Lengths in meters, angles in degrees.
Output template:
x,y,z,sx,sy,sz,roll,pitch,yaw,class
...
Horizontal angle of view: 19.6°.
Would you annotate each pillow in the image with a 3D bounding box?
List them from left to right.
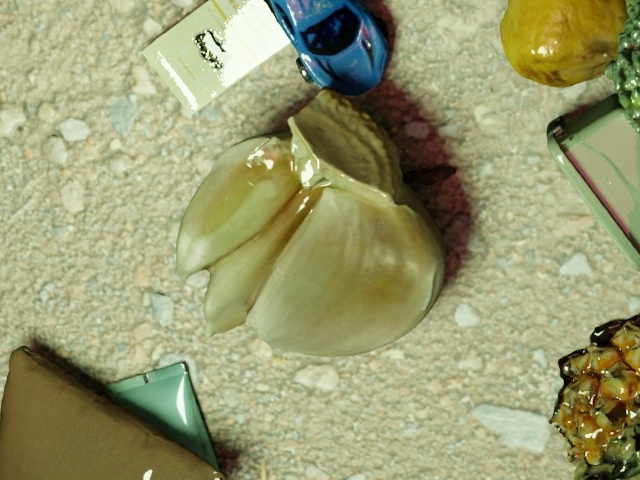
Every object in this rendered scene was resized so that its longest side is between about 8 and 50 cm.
x,y,z,sx,sy,sz,roll,pitch,yaw,class
-0.273,0.318,2.186,0.305,0.108,0.308,30,123,18,pillow

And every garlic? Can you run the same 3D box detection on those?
x,y,z,sx,sy,sz,roll,pitch,yaw,class
-0.001,0.001,1.976,0.279,0.132,0.325,31,133,0,garlic

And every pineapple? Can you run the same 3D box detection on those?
x,y,z,sx,sy,sz,roll,pitch,yaw,class
0.340,0.239,1.901,0.262,0.272,0.262,6,112,15,pineapple

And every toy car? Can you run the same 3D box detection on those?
x,y,z,sx,sy,sz,roll,pitch,yaw,class
-0.007,-0.245,1.917,0.103,0.063,0.216,-31,100,6,toy car

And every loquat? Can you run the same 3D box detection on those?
x,y,z,sx,sy,sz,roll,pitch,yaw,class
0.248,-0.216,1.846,0.137,0.113,0.137,0,90,2,loquat

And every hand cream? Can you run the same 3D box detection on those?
x,y,z,sx,sy,sz,roll,pitch,yaw,class
-0.155,0.299,2.203,0.111,0.070,0.312,-16,98,23,hand cream

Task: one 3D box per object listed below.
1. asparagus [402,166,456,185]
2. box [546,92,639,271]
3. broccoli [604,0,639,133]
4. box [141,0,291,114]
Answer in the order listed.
x,y,z,sx,sy,sz,roll,pitch,yaw,class
0.033,-0.067,2.014,0.233,0.023,0.022,-1,155,17,asparagus
0.312,-0.067,1.879,0.093,0.124,0.172,-35,99,15,box
0.405,-0.189,1.765,0.288,0.245,0.248,-43,51,8,broccoli
-0.103,-0.215,1.993,0.167,0.024,0.090,-33,100,25,box
